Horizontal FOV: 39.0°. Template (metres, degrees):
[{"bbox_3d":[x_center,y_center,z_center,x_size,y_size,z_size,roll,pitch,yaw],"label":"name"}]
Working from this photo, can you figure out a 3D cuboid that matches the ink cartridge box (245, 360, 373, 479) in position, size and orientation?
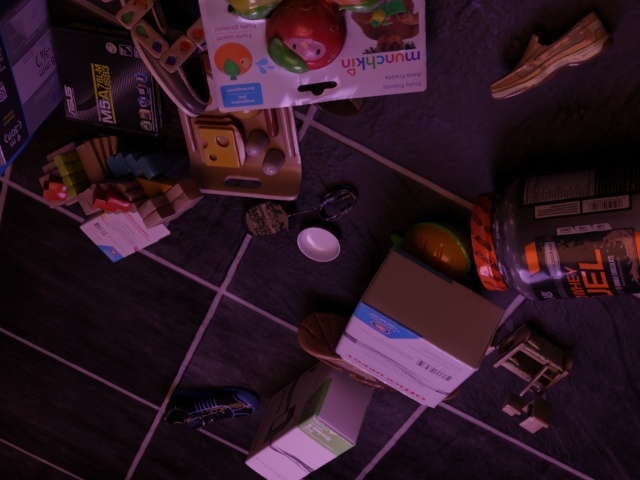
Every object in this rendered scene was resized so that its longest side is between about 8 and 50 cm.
[{"bbox_3d":[-0.021,0.382,1.929,0.115,0.198,0.273,38,131,-12],"label":"ink cartridge box"}]

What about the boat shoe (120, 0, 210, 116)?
[{"bbox_3d":[-0.241,-0.356,1.387,0.096,0.112,0.335,-25,95,20],"label":"boat shoe"}]

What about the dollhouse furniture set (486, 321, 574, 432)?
[{"bbox_3d":[0.363,0.236,1.682,0.182,0.161,0.101,32,133,-9],"label":"dollhouse furniture set"}]

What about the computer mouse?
[{"bbox_3d":[-0.040,-0.057,1.675,0.242,0.041,0.071,-12,107,23],"label":"computer mouse"}]

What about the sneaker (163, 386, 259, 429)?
[{"bbox_3d":[-0.258,0.399,2.109,0.232,0.090,0.081,-5,127,25],"label":"sneaker"}]

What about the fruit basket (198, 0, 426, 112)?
[{"bbox_3d":[-0.013,-0.342,1.277,0.327,0.165,0.353,-5,124,1],"label":"fruit basket"}]

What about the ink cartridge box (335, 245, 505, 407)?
[{"bbox_3d":[0.169,0.166,1.632,0.223,0.129,0.307,30,157,5],"label":"ink cartridge box"}]

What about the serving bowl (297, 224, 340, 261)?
[{"bbox_3d":[0.000,0.000,1.708,0.083,0.027,0.083,11,133,13],"label":"serving bowl"}]

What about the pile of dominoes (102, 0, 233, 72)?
[{"bbox_3d":[-0.202,-0.402,1.319,0.196,0.040,0.251,43,86,-15],"label":"pile of dominoes"}]

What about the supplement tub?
[{"bbox_3d":[0.421,-0.014,1.412,0.338,0.207,0.207,-7,126,26],"label":"supplement tub"}]

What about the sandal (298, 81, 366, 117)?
[{"bbox_3d":[-0.025,-0.261,1.446,0.219,0.060,0.090,10,109,-23],"label":"sandal"}]

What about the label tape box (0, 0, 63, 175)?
[{"bbox_3d":[-0.539,-0.250,1.556,0.106,0.240,0.333,8,132,12],"label":"label tape box"}]

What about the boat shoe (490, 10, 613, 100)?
[{"bbox_3d":[0.327,-0.274,1.330,0.190,0.068,0.072,-27,104,25],"label":"boat shoe"}]

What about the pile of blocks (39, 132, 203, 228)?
[{"bbox_3d":[-0.394,-0.111,1.658,0.362,0.113,0.148,8,110,28],"label":"pile of blocks"}]

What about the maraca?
[{"bbox_3d":[0.194,0.026,1.613,0.186,0.099,0.127,-13,106,54],"label":"maraca"}]

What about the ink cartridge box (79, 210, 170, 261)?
[{"bbox_3d":[-0.377,-0.038,1.797,0.181,0.061,0.104,-22,118,35],"label":"ink cartridge box"}]

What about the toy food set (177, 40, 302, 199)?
[{"bbox_3d":[-0.161,-0.205,1.549,0.220,0.092,0.306,5,130,16],"label":"toy food set"}]

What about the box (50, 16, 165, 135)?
[{"bbox_3d":[-0.371,-0.286,1.593,0.184,0.045,0.190,11,132,9],"label":"box"}]

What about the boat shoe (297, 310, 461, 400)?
[{"bbox_3d":[0.115,0.240,1.830,0.342,0.123,0.123,16,159,0],"label":"boat shoe"}]
